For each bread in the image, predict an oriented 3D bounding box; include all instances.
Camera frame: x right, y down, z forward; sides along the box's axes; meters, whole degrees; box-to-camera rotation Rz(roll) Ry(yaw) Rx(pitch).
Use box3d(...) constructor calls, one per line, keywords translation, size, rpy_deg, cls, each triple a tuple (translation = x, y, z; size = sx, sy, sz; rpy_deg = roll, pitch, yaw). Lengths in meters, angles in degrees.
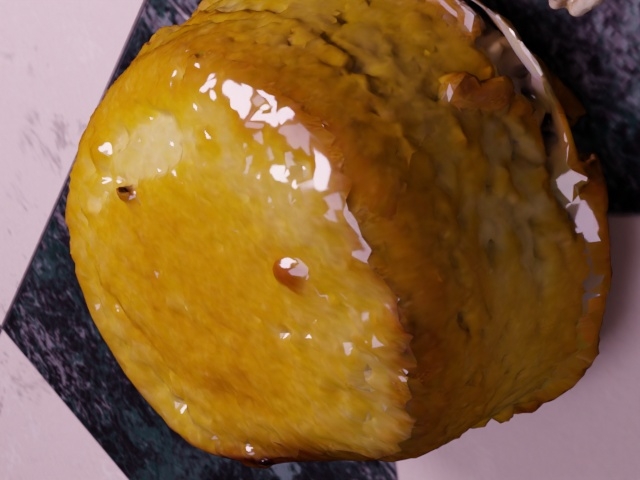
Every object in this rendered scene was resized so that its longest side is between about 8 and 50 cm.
box3d(translation=(0.002, -0.001, 0.962), size=(0.358, 0.204, 0.336), rpy_deg=(-14, 108, 47), cls="bread")

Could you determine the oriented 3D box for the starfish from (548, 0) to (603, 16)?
box3d(translation=(0.190, -0.309, 0.671), size=(0.432, 0.082, 0.324), rpy_deg=(-41, 76, 42), cls="starfish")
